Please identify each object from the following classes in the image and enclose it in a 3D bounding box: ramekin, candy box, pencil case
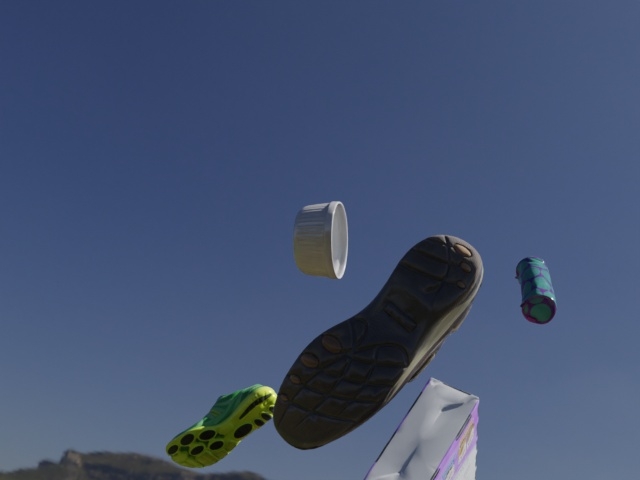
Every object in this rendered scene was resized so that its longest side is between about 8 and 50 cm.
[{"bbox_3d":[0.000,0.000,2.117,0.109,0.207,0.207,0,-27,14],"label":"ramekin"},{"bbox_3d":[0.127,0.295,0.977,0.070,0.165,0.196,21,-39,27],"label":"candy box"},{"bbox_3d":[0.410,0.094,1.530,0.064,0.151,0.070,35,-61,-11],"label":"pencil case"}]

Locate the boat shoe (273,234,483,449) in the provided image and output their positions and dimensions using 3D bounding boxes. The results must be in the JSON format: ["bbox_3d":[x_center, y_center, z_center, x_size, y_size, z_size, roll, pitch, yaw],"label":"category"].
[{"bbox_3d":[0.092,0.153,1.077,0.132,0.355,0.130,47,0,32],"label":"boat shoe"}]

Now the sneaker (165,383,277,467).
[{"bbox_3d":[-0.239,0.454,1.964,0.109,0.296,0.123,63,-11,-13],"label":"sneaker"}]
